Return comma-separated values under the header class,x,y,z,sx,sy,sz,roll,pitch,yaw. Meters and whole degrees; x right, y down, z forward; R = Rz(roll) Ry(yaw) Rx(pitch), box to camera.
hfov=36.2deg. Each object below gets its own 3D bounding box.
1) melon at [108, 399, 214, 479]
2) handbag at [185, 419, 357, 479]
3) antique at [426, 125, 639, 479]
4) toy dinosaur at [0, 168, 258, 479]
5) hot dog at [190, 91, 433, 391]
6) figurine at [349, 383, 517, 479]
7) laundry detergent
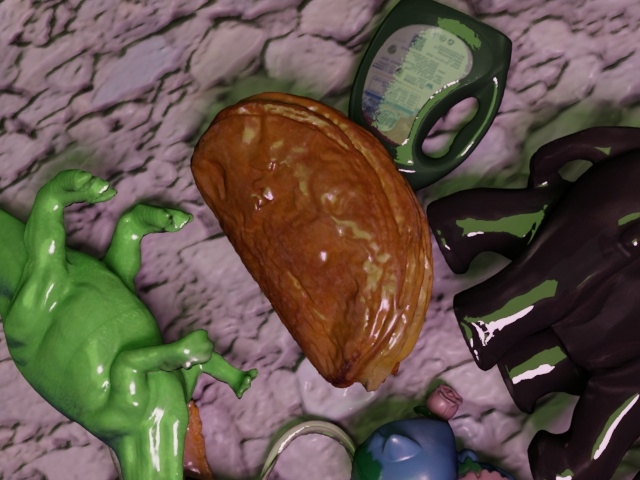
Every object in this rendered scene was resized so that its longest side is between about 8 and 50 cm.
class,x,y,z,sx,sy,sz,roll,pitch,yaw
melon,-0.137,0.260,0.968,0.098,0.054,0.182,-21,82,-4
handbag,-0.030,0.324,0.895,0.241,0.109,0.315,14,86,4
antique,0.258,0.065,0.802,0.255,0.185,0.322,-23,94,12
toy dinosaur,-0.284,0.122,0.974,0.499,0.144,0.375,-1,81,27
hot dog,0.000,0.000,0.871,0.272,0.122,0.196,52,136,16
figurine,0.111,0.211,0.879,0.178,0.144,0.114,19,123,-8
laundry detergent,0.088,-0.113,0.921,0.137,0.063,0.211,25,93,8
